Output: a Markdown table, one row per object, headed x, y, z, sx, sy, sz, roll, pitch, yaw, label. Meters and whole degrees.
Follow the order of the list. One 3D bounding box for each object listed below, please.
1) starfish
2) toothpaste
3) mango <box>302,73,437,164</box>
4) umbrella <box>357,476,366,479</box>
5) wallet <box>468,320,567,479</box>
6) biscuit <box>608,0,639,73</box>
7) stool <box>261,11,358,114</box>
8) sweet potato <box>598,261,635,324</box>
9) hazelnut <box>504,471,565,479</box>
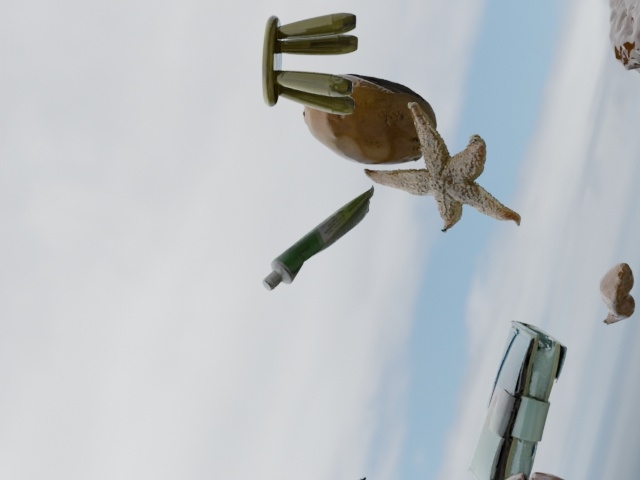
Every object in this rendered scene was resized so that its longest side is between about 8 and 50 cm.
| x | y | z | sx | sy | sz | roll | pitch | yaw | label |
| --- | --- | --- | --- | --- | --- | --- | --- | --- | --- |
| 0.197 | -0.121 | 2.133 | 0.048 | 0.295 | 0.231 | -42 | -41 | -39 | starfish |
| 0.000 | 0.000 | 2.080 | 0.248 | 0.047 | 0.078 | -40 | -22 | -25 | toothpaste |
| 0.086 | -0.202 | 2.215 | 0.156 | 0.248 | 0.151 | -13 | 68 | 62 | mango |
| 0.059 | 0.295 | 1.469 | 0.031 | 0.020 | 0.083 | -61 | 23 | 10 | umbrella |
| 0.297 | 0.257 | 1.978 | 0.176 | 0.075 | 0.251 | -135 | 61 | -83 | wallet |
| 0.518 | -0.396 | 1.675 | 0.395 | 0.166 | 0.343 | 115 | 167 | -52 | biscuit |
| -0.011 | -0.215 | 1.556 | 0.135 | 0.110 | 0.134 | -80 | -6 | -55 | stool |
| 0.486 | 0.083 | 2.112 | 0.058 | 0.055 | 0.202 | 63 | 178 | 30 | sweet potato |
| 0.260 | 0.360 | 1.590 | 0.154 | 0.143 | 0.143 | -37 | -9 | 11 | hazelnut |
